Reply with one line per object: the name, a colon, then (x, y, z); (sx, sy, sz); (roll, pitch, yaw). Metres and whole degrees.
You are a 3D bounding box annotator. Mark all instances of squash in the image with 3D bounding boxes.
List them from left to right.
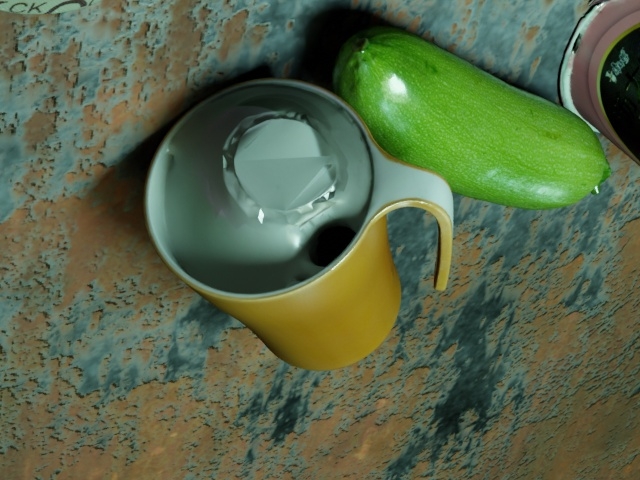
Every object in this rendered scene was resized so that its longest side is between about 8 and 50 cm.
squash: (0.131, -0.090, 1.410); (0.107, 0.107, 0.395); (-49, 145, 19)

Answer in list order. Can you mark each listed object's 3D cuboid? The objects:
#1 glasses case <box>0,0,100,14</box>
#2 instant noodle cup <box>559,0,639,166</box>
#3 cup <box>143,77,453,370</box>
glasses case: (-0.124, -0.282, 0.969); (0.137, 0.085, 0.355); (-7, 137, -38)
instant noodle cup: (0.373, -0.110, 1.469); (0.244, 0.255, 0.244); (-22, 141, -18)
cup: (0.000, 0.000, 1.332); (0.226, 0.182, 0.264); (-1, 156, 14)
